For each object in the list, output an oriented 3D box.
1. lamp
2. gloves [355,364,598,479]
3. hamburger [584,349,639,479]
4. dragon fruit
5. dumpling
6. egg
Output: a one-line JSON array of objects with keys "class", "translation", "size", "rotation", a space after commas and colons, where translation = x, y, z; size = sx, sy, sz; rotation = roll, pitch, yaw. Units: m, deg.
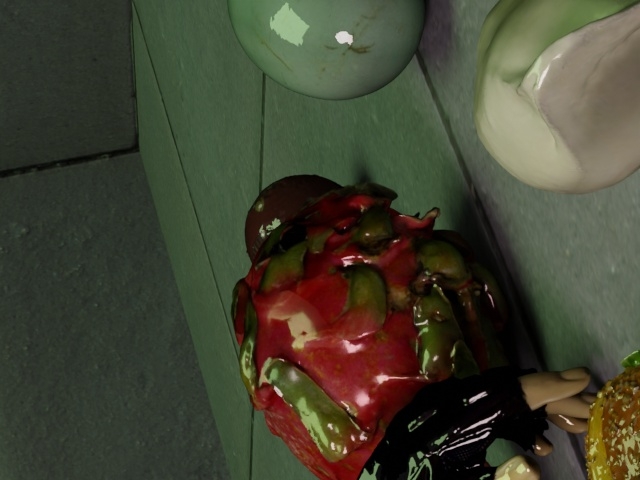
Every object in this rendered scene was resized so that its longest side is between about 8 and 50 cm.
[{"class": "lamp", "translation": [-0.003, -0.004, 2.004], "size": [0.156, 0.135, 0.157], "rotation": [51, 141, -5]}, {"class": "gloves", "translation": [0.123, 0.149, 1.373], "size": [0.203, 0.124, 0.164], "rotation": [-51, 19, 26]}, {"class": "hamburger", "translation": [0.217, 0.147, 1.134], "size": [0.137, 0.087, 0.166], "rotation": [119, 138, -73]}, {"class": "dragon fruit", "translation": [0.053, 0.100, 1.575], "size": [0.302, 0.237, 0.231], "rotation": [64, -174, 17]}, {"class": "dumpling", "translation": [0.159, -0.106, 1.073], "size": [0.132, 0.162, 0.250], "rotation": [41, 177, 4]}, {"class": "egg", "translation": [0.006, -0.211, 1.625], "size": [0.231, 0.168, 0.168], "rotation": [-130, 30, -58]}]
